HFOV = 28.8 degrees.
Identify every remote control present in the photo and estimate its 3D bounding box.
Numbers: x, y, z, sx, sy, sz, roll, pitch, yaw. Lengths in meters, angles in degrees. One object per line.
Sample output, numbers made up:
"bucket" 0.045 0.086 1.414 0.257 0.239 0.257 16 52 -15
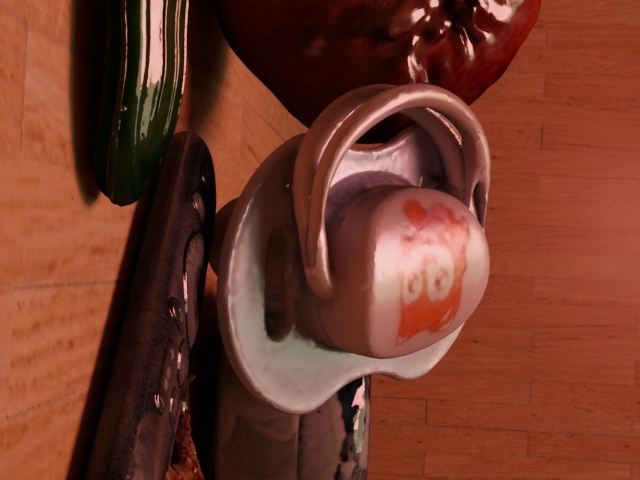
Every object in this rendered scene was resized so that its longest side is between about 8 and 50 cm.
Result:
"remote control" -0.110 0.094 0.790 0.107 0.044 0.378 98 -1 -47

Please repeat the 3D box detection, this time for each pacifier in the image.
"pacifier" 0.000 0.000 0.989 0.299 0.233 0.244 -9 100 -47

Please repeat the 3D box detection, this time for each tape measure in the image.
"tape measure" -0.033 0.167 1.145 0.256 0.147 0.275 142 -50 -85

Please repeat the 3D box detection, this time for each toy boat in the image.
"toy boat" -0.102 -0.124 0.705 0.104 0.052 0.210 -71 165 -84

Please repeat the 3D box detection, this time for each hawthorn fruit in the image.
"hawthorn fruit" 0.032 -0.244 1.064 0.308 0.324 0.308 -15 112 -43

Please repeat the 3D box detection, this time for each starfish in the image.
"starfish" -0.101 0.205 0.923 0.238 0.057 0.213 89 -2 -52
